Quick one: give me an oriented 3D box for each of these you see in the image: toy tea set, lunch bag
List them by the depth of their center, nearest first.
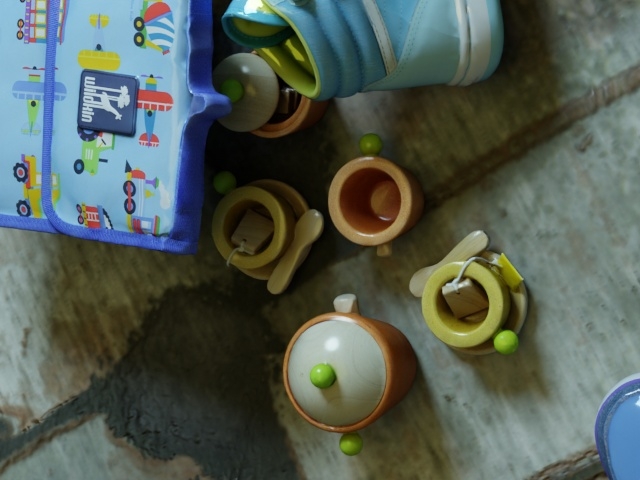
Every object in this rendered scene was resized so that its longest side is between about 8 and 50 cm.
[{"bbox_3d":[0.000,0.000,1.486,0.200,0.124,0.336,-44,75,18],"label":"toy tea set"},{"bbox_3d":[-0.169,-0.110,1.498,0.293,0.138,0.221,9,95,47],"label":"lunch bag"}]

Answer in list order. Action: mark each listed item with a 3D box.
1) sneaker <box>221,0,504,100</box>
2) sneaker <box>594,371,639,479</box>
[{"bbox_3d":[0.004,-0.257,1.432,0.208,0.127,0.319,-15,83,-16],"label":"sneaker"},{"bbox_3d":[0.296,0.228,1.301,0.130,0.236,0.323,-45,75,18],"label":"sneaker"}]
